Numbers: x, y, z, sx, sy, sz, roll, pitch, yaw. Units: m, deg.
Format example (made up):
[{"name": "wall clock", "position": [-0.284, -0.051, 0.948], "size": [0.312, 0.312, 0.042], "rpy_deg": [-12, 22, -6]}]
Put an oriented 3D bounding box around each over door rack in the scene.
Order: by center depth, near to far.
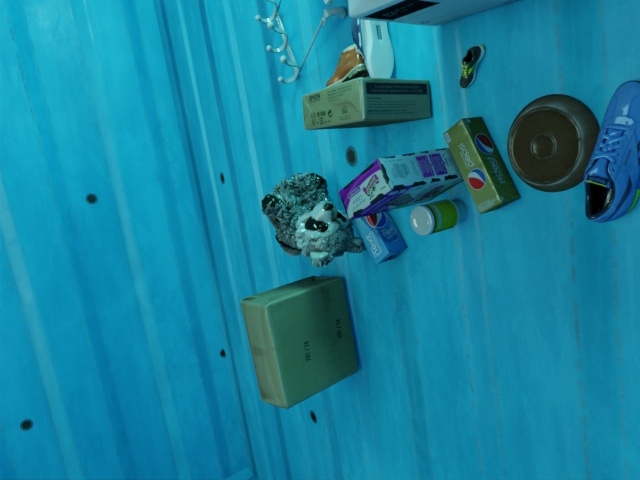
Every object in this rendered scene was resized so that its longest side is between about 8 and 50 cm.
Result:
[{"name": "over door rack", "position": [-0.084, -0.629, 1.284], "size": [0.324, 0.108, 0.239], "rpy_deg": [-30, 77, 58]}]

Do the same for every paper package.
[{"name": "paper package", "position": [-0.057, 0.300, 1.433], "size": [0.168, 0.310, 0.324], "rpy_deg": [-3, 100, 54]}]

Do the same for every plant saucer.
[{"name": "plant saucer", "position": [0.390, -0.164, 0.794], "size": [0.168, 0.029, 0.168], "rpy_deg": [30, 126, 51]}]

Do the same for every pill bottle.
[{"name": "pill bottle", "position": [0.253, -0.052, 0.974], "size": [0.065, 0.116, 0.065], "rpy_deg": [31, 128, 50]}]

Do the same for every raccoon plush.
[{"name": "raccoon plush", "position": [0.000, 0.000, 1.380], "size": [0.299, 0.216, 0.446], "rpy_deg": [55, 173, 25]}]

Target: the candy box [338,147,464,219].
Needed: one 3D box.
[{"name": "candy box", "position": [0.178, -0.119, 0.953], "size": [0.159, 0.233, 0.071], "rpy_deg": [-35, 72, 58]}]

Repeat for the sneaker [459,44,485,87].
[{"name": "sneaker", "position": [0.283, -0.335, 0.885], "size": [0.031, 0.035, 0.083], "rpy_deg": [49, 140, 38]}]

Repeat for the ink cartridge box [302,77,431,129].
[{"name": "ink cartridge box", "position": [0.098, -0.304, 1.041], "size": [0.235, 0.193, 0.088], "rpy_deg": [11, 109, 56]}]

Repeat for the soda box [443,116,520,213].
[{"name": "soda box", "position": [0.311, -0.146, 0.893], "size": [0.058, 0.061, 0.181], "rpy_deg": [-37, 71, 57]}]

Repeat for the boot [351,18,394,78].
[{"name": "boot", "position": [0.119, -0.452, 1.082], "size": [0.086, 0.069, 0.189], "rpy_deg": [180, 85, -65]}]

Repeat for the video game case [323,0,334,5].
[{"name": "video game case", "position": [0.039, -0.697, 1.083], "size": [0.183, 0.023, 0.201], "rpy_deg": [-34, 72, 37]}]

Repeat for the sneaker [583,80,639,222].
[{"name": "sneaker", "position": [0.438, -0.126, 0.682], "size": [0.069, 0.082, 0.209], "rpy_deg": [28, 124, 53]}]

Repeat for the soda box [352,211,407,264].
[{"name": "soda box", "position": [0.139, -0.049, 1.207], "size": [0.210, 0.067, 0.071], "rpy_deg": [64, 147, 17]}]

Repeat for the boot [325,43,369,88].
[{"name": "boot", "position": [0.063, -0.439, 1.181], "size": [0.158, 0.059, 0.084], "rpy_deg": [-18, 84, 50]}]

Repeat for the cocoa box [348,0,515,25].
[{"name": "cocoa box", "position": [0.227, -0.499, 0.715], "size": [0.347, 0.232, 0.227], "rpy_deg": [15, 113, 55]}]
